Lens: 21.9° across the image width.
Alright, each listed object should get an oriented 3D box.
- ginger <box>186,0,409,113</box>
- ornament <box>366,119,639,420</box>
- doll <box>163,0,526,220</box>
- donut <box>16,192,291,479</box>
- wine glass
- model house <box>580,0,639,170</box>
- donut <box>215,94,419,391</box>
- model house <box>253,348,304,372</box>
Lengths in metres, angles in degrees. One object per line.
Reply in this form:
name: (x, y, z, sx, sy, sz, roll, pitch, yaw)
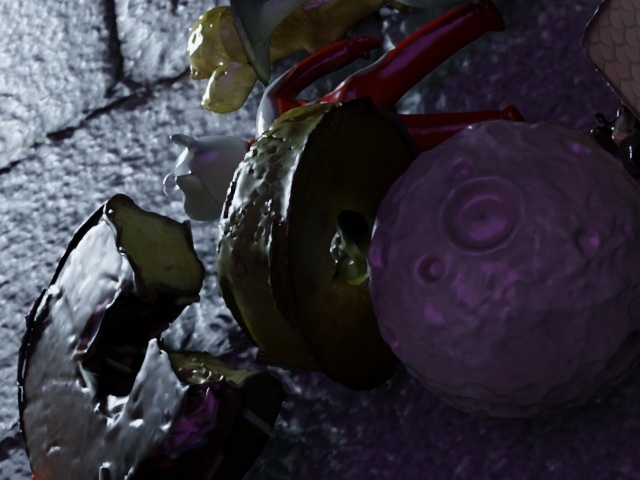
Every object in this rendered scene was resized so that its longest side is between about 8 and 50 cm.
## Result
ginger: (-0.014, -0.240, 1.712, 0.299, 0.065, 0.118, -28, 73, 20)
ornament: (0.163, 0.021, 1.397, 0.259, 0.225, 0.259, -7, 67, 18)
doll: (0.012, -0.107, 1.635, 0.384, 0.099, 0.188, -16, 63, 18)
donut: (-0.176, 0.146, 1.588, 0.259, 0.136, 0.345, -58, 40, 18)
wine glass: (0.057, -0.266, 1.585, 0.321, 0.143, 0.143, -23, 60, 6)
model house: (0.345, -0.193, 1.376, 0.326, 0.244, 0.169, -38, 59, 14)
donut: (0.000, 0.000, 1.478, 0.107, 0.272, 0.272, 5, 74, 29)
model house: (-0.029, 0.081, 1.602, 0.058, 0.057, 0.083, 10, 70, -7)
